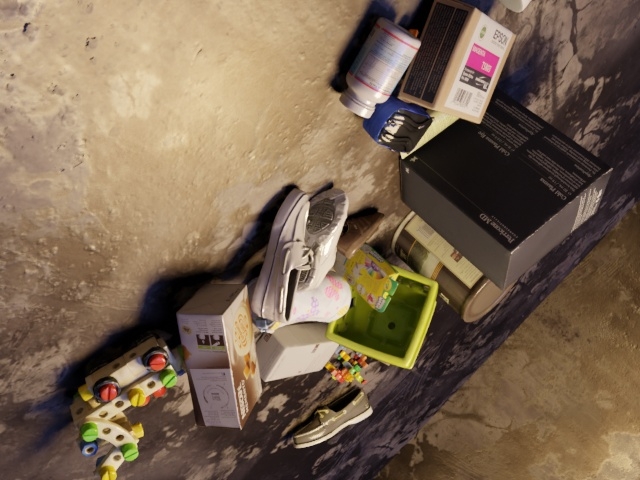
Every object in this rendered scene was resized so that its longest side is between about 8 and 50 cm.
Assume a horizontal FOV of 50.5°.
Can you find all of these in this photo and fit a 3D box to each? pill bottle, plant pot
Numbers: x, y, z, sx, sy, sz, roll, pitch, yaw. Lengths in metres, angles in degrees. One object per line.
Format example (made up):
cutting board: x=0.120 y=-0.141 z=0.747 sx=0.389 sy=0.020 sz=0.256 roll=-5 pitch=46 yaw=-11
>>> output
pill bottle: x=0.100 y=-0.301 z=1.194 sx=0.087 sy=0.087 sz=0.160 roll=0 pitch=129 yaw=-52
plant pot: x=0.168 y=0.196 z=1.726 sx=0.228 sy=0.227 sz=0.207 roll=-67 pitch=160 yaw=-12

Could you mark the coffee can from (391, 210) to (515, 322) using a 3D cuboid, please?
coffee can: x=0.348 y=0.046 z=1.756 sx=0.201 sy=0.275 sz=0.202 roll=-31 pitch=148 yaw=-22

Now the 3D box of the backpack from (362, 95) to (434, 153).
backpack: x=0.138 y=-0.230 z=1.318 sx=0.120 sy=0.101 sz=0.098 roll=2 pitch=125 yaw=-47

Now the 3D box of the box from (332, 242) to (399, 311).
box: x=0.111 y=0.076 z=1.592 sx=0.043 sy=0.179 sz=0.105 roll=-14 pitch=139 yaw=-42

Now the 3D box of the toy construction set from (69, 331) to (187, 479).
toy construction set: x=-0.346 y=0.299 z=1.328 sx=0.327 sy=0.151 sz=0.215 roll=-40 pitch=128 yaw=-23

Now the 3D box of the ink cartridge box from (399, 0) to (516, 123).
ink cartridge box: x=0.268 y=-0.339 z=1.303 sx=0.234 sy=0.088 sz=0.193 roll=-4 pitch=119 yaw=-55

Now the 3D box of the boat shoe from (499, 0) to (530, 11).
boat shoe: x=0.362 y=-0.552 z=1.160 sx=0.156 sy=0.136 sz=0.367 roll=-46 pitch=154 yaw=3

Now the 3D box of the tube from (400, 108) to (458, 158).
tube: x=0.262 y=-0.274 z=1.473 sx=0.240 sy=0.062 sz=0.070 roll=-39 pitch=109 yaw=-2

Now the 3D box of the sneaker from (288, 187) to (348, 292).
sneaker: x=0.000 y=0.000 z=1.437 sx=0.232 sy=0.090 sz=0.115 roll=-65 pitch=157 yaw=4

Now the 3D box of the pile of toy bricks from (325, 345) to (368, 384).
pile of toy bricks: x=0.097 y=0.395 z=2.058 sx=0.118 sy=0.105 sz=0.212 roll=-44 pitch=151 yaw=-2

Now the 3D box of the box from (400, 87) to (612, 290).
box: x=0.408 y=-0.124 z=1.550 sx=0.312 sy=0.343 sz=0.179 roll=-36 pitch=150 yaw=-14

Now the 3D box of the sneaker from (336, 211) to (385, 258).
sneaker: x=0.086 y=-0.030 z=1.553 sx=0.188 sy=0.071 sz=0.066 roll=-44 pitch=170 yaw=-52

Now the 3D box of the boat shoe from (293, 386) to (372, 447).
boat shoe: x=0.032 y=0.583 z=2.232 sx=0.305 sy=0.091 sz=0.109 roll=-21 pitch=-174 yaw=-29

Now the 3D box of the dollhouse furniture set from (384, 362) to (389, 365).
dollhouse furniture set: x=0.216 y=0.255 z=2.082 sx=0.161 sy=0.101 sz=0.182 roll=-51 pitch=162 yaw=-45

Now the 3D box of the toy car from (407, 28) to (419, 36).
toy car: x=0.162 y=-0.399 z=1.221 sx=0.040 sy=0.060 sz=0.122 roll=12 pitch=108 yaw=-6

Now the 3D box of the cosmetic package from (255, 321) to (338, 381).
cosmetic package: x=-0.064 y=0.280 z=1.731 sx=0.231 sy=0.085 sz=0.117 roll=0 pitch=128 yaw=-53

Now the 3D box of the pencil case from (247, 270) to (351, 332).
pencil case: x=-0.045 y=0.132 z=1.521 sx=0.113 sy=0.124 sz=0.273 roll=-19 pitch=170 yaw=36

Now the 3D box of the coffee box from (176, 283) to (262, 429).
coffee box: x=-0.192 y=0.223 z=1.323 sx=0.141 sy=0.098 sz=0.247 roll=-54 pitch=142 yaw=-65

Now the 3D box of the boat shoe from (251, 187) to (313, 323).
boat shoe: x=-0.059 y=0.034 z=1.343 sx=0.096 sy=0.088 sz=0.268 roll=13 pitch=95 yaw=-73
